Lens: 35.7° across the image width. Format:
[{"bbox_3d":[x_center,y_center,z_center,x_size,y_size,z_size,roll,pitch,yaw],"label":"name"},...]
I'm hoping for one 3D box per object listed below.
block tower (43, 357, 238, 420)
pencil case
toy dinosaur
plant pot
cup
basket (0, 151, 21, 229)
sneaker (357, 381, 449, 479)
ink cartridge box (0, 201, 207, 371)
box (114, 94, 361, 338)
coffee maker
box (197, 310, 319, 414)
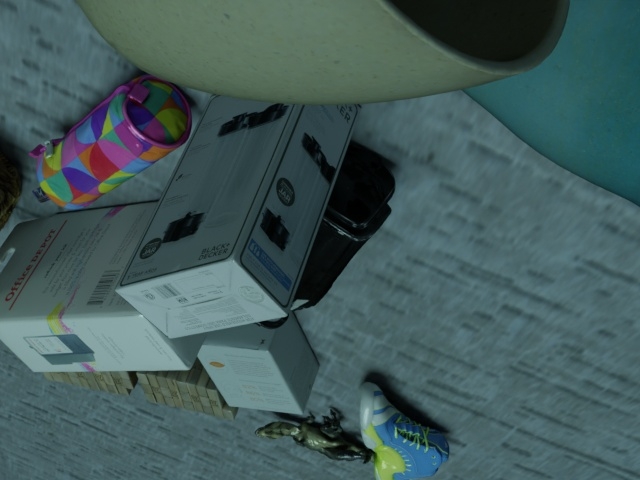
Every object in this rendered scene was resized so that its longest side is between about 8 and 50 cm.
[{"bbox_3d":[-0.288,0.198,1.602,0.336,0.090,0.097,10,143,13],"label":"block tower"},{"bbox_3d":[-0.256,-0.114,1.194,0.236,0.104,0.104,-24,125,42],"label":"pencil case"},{"bbox_3d":[0.029,0.341,1.659,0.268,0.064,0.118,24,151,-7],"label":"toy dinosaur"},{"bbox_3d":[0.224,-0.174,0.768,0.255,0.271,0.271,24,145,19],"label":"plant pot"},{"bbox_3d":[-0.031,-0.220,0.625,0.237,0.331,0.331,-19,128,39],"label":"cup"},{"bbox_3d":[-0.562,-0.107,1.352,0.299,0.223,0.213,31,109,-12],"label":"basket"},{"bbox_3d":[0.132,0.296,1.549,0.126,0.091,0.240,-9,136,7],"label":"sneaker"},{"bbox_3d":[-0.303,0.065,1.346,0.354,0.207,0.119,-4,135,31],"label":"ink cartridge box"},{"bbox_3d":[-0.077,-0.049,1.029,0.169,0.289,0.087,-15,132,36],"label":"box"},{"bbox_3d":[0.000,0.000,1.148,0.120,0.171,0.178,18,146,-11],"label":"coffee maker"},{"bbox_3d":[-0.094,0.171,1.475,0.130,0.091,0.170,3,140,23],"label":"box"}]
